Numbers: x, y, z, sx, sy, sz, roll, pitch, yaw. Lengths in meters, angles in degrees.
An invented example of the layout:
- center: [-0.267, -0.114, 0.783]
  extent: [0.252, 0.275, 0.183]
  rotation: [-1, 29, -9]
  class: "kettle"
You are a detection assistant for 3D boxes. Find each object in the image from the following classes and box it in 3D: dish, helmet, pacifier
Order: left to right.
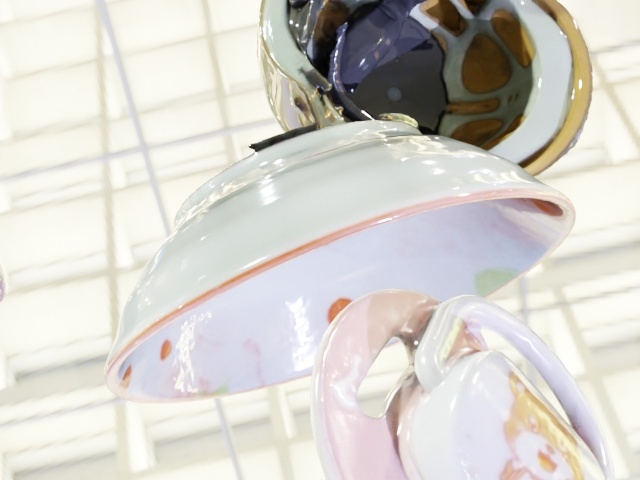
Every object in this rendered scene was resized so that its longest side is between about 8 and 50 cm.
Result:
- center: [0.000, 0.000, 0.772]
  extent: [0.260, 0.260, 0.085]
  rotation: [-18, -107, -8]
  class: "dish"
- center: [0.056, -0.113, 0.973]
  extent: [0.224, 0.130, 0.198]
  rotation: [20, -109, -15]
  class: "helmet"
- center: [0.028, 0.058, 0.353]
  extent: [0.078, 0.099, 0.081]
  rotation: [-34, -168, 40]
  class: "pacifier"

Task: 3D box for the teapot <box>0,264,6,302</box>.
- center: [-0.287, 0.034, 0.947]
  extent: [0.146, 0.148, 0.116]
  rotation: [-37, -156, 13]
  class: "teapot"
